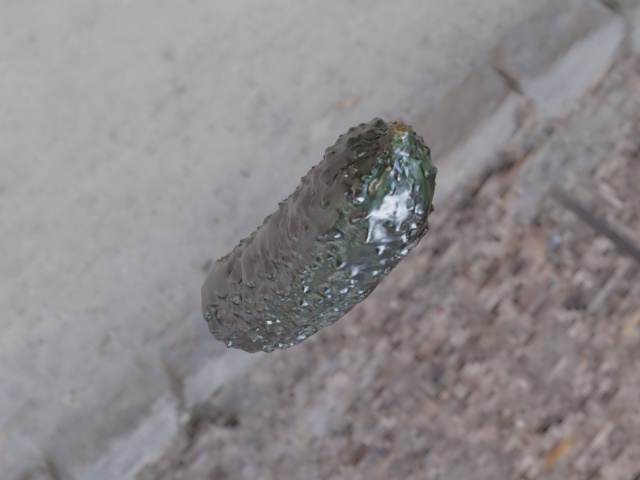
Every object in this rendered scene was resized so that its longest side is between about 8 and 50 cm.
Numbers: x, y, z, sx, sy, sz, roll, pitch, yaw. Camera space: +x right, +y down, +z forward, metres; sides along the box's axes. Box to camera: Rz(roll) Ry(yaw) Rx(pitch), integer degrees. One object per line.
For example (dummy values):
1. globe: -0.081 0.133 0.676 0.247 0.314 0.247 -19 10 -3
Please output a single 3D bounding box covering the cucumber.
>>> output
1. cucumber: 0.001 0.002 0.957 0.072 0.072 0.300 -39 179 -21
